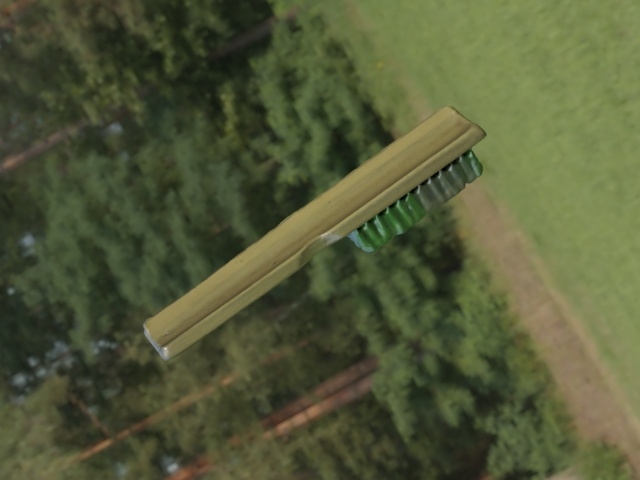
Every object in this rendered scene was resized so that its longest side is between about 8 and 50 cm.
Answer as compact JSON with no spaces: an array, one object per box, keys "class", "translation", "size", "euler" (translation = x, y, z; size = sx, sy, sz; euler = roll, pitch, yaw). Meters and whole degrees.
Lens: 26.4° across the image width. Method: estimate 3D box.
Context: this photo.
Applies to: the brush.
[{"class":"brush","translation":[0.000,0.000,0.982],"size":[0.054,0.282,0.048],"euler":[42,164,56]}]
